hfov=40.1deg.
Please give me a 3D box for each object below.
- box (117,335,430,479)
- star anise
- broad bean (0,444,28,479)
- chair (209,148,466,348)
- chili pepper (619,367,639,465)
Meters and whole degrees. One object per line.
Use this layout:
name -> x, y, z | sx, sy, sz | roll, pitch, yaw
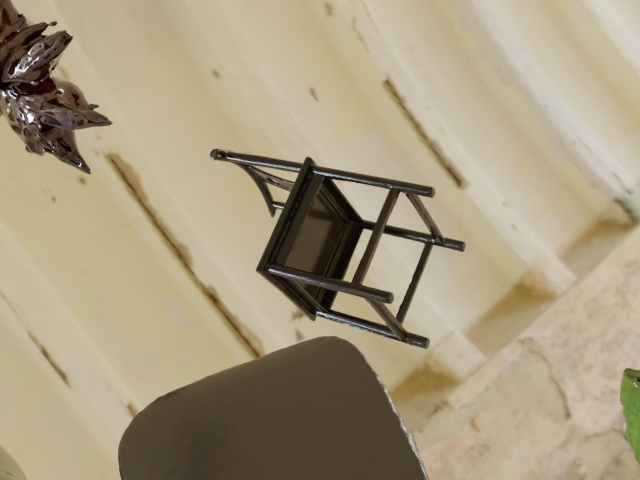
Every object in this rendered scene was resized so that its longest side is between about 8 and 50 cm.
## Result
box -> -0.033, 0.163, 0.595 | 0.201, 0.212, 0.042 | -19, -48, -13
star anise -> -0.365, -0.178, 1.029 | 0.102, 0.272, 0.272 | -42, -9, -38
broad bean -> -0.304, 0.202, 0.659 | 0.189, 0.263, 0.121 | 11, -76, -50
chair -> 0.000, 0.000, 0.933 | 0.141, 0.260, 0.154 | -67, -31, -17
chili pepper -> 0.357, 0.190, 0.875 | 0.099, 0.083, 0.253 | -24, -43, 16
